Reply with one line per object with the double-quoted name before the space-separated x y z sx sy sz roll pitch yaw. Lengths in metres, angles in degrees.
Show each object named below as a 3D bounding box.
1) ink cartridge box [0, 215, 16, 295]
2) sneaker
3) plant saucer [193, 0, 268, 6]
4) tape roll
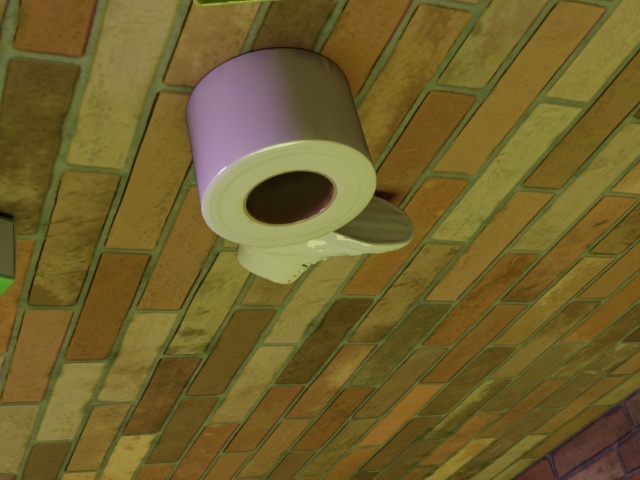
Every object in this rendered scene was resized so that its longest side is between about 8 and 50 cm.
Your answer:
"ink cartridge box" -0.624 0.064 1.422 0.211 0.122 0.289 16 138 -39
"sneaker" 0.000 0.000 1.600 0.292 0.108 0.169 5 146 -12
"plant saucer" -0.057 -0.357 1.059 0.188 0.045 0.188 -8 148 -11
"tape roll" -0.058 -0.124 1.309 0.246 0.169 0.246 -11 148 -7
